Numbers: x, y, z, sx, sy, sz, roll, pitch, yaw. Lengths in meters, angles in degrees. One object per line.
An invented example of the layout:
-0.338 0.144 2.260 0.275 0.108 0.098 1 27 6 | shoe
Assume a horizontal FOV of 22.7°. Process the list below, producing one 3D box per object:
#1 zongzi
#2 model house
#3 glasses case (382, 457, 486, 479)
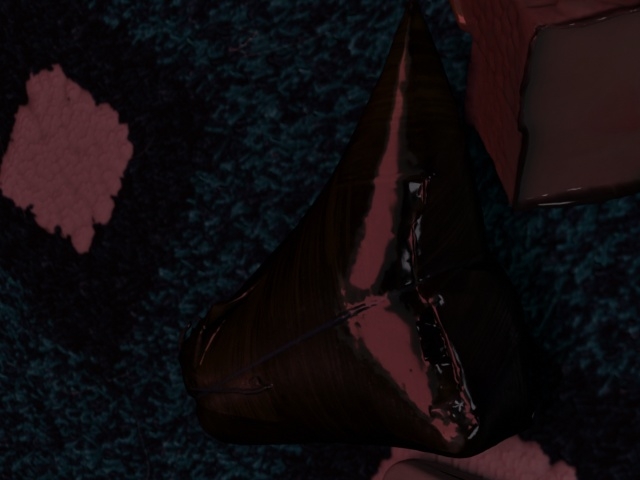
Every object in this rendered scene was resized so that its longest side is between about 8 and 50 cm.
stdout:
0.000 0.000 1.589 0.403 0.208 0.432 -6 100 41 | zongzi
0.227 -0.193 1.431 0.237 0.202 0.237 85 166 -50 | model house
0.160 0.290 1.610 0.233 0.059 0.092 19 110 33 | glasses case
